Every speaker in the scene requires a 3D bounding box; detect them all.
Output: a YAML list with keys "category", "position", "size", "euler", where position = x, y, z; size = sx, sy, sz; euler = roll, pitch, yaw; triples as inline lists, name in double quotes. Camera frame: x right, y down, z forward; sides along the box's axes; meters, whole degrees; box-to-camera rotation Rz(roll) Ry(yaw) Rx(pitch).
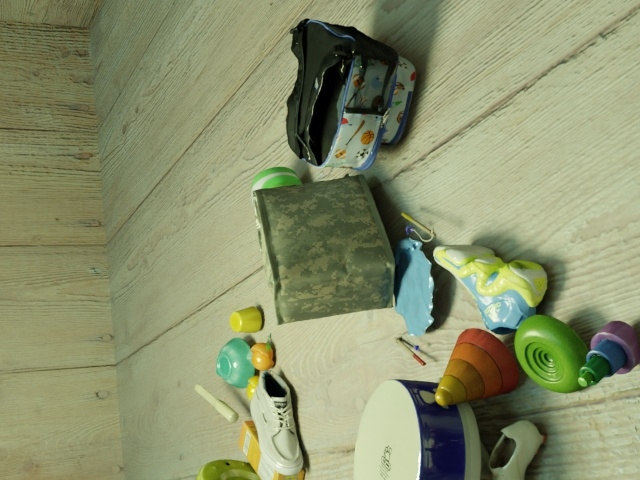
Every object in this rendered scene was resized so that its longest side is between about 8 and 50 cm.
- category: "speaker"
  position: [-0.069, -0.019, 2.071]
  size: [0.131, 0.131, 0.296]
  euler: [-58, 42, 47]

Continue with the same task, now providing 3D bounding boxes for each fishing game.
- category: "fishing game"
  position: [0.176, 0.085, 1.693]
  size: [0.189, 0.041, 0.264]
  euler: [-144, 52, -67]

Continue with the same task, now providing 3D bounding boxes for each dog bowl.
- category: "dog bowl"
  position: [0.150, 0.359, 1.490]
  size: [0.265, 0.104, 0.265]
  euler: [-171, 90, -71]

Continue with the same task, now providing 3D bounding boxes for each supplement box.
- category: "supplement box"
  position: [-0.121, 0.528, 2.238]
  size: [0.233, 0.078, 0.080]
  euler: [43, 125, 54]

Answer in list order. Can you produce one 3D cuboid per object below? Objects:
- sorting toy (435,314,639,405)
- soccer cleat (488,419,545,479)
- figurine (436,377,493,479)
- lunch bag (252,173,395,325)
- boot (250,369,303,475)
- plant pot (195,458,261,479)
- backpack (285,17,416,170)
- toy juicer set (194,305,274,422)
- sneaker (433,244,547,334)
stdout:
- category: "sorting toy"
  position: [0.288, 0.193, 1.330]
  size: [0.365, 0.126, 0.127]
  euler: [-21, 99, 56]
- category: "soccer cleat"
  position: [0.289, 0.366, 1.429]
  size: [0.068, 0.076, 0.196]
  euler: [41, 126, 56]
- category: "figurine"
  position: [0.208, 0.372, 1.587]
  size: [0.209, 0.092, 0.215]
  euler: [-112, 35, -43]
- category: "lunch bag"
  position: [0.000, 0.000, 1.790]
  size: [0.169, 0.235, 0.287]
  euler: [88, 171, -50]
- category: "boot"
  position: [-0.103, 0.424, 2.178]
  size: [0.258, 0.095, 0.123]
  euler: [-125, 37, -48]
- category: "plant pot"
  position: [-0.229, 0.735, 2.211]
  size: [0.366, 0.366, 0.353]
  euler: [38, 112, 57]
- category: "backpack"
  position: [0.044, -0.267, 1.760]
  size: [0.276, 0.213, 0.263]
  euler: [51, 126, 59]
- category: "toy juicer set"
  position: [-0.201, 0.348, 2.396]
  size: [0.209, 0.089, 0.329]
  euler: [52, 128, 32]
- category: "sneaker"
  position: [0.258, 0.080, 1.470]
  size: [0.240, 0.091, 0.126]
  euler: [22, 110, 60]
